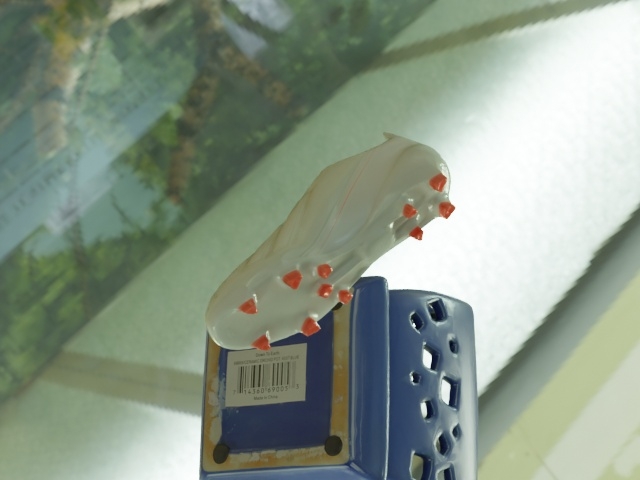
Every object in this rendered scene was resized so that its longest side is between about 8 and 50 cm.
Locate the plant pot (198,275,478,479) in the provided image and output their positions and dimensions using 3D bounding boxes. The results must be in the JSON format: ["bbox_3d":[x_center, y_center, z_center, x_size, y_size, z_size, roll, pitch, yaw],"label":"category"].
[{"bbox_3d":[0.009,0.159,1.286,0.235,0.212,0.236,-9,-111,30],"label":"plant pot"}]

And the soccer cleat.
[{"bbox_3d":[0.000,0.000,0.835,0.196,0.068,0.076,-36,-132,-19],"label":"soccer cleat"}]
